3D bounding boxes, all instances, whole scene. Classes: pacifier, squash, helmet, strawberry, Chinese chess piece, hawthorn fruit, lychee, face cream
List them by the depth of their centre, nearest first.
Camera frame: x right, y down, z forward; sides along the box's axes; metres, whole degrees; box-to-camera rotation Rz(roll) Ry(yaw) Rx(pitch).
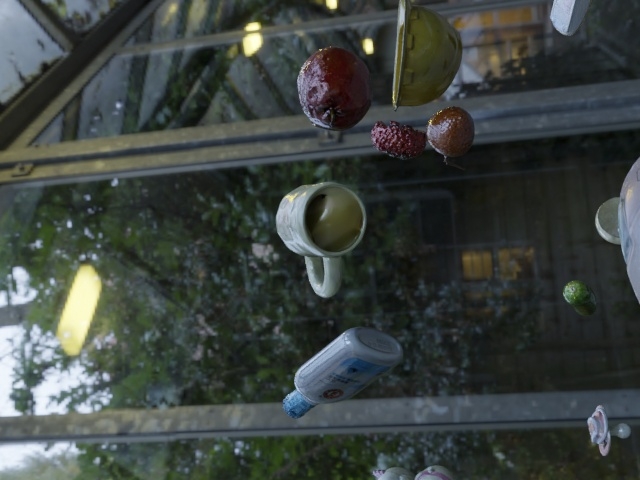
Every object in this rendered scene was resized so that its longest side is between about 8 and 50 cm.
[{"bbox_3d":[0.557,0.362,1.554,0.081,0.078,0.099,92,-178,-46],"label":"pacifier"},{"bbox_3d":[0.227,-0.395,1.710,0.205,0.140,0.256,82,-166,-86],"label":"helmet"},{"bbox_3d":[0.276,-0.220,1.728,0.101,0.114,0.140,-44,-18,-57],"label":"lychee"},{"bbox_3d":[0.030,0.307,1.832,0.163,0.337,0.080,20,-135,-31],"label":"face cream"},{"bbox_3d":[0.190,-0.246,1.981,0.145,0.145,0.086,-31,-38,-77],"label":"strawberry"},{"bbox_3d":[0.638,0.142,1.987,0.229,0.066,0.066,31,-126,-62],"label":"squash"},{"bbox_3d":[0.750,-0.049,2.026,0.051,0.122,0.122,57,-149,-62],"label":"Chinese chess piece"},{"bbox_3d":[0.043,-0.397,2.219,0.266,0.210,0.230,-95,5,-51],"label":"hawthorn fruit"}]

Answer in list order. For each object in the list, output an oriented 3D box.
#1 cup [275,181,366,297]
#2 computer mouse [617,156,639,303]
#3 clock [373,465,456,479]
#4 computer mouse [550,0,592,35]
[{"bbox_3d":[0.016,-0.012,1.907,0.255,0.173,0.202,63,162,-10],"label":"cup"},{"bbox_3d":[0.518,0.043,1.131,0.115,0.200,0.388,6,-118,-44],"label":"computer mouse"},{"bbox_3d":[0.197,0.512,1.607,0.103,0.231,0.144,-45,-64,-54],"label":"clock"},{"bbox_3d":[0.566,-0.557,1.809,0.102,0.045,0.199,-117,20,-44],"label":"computer mouse"}]
